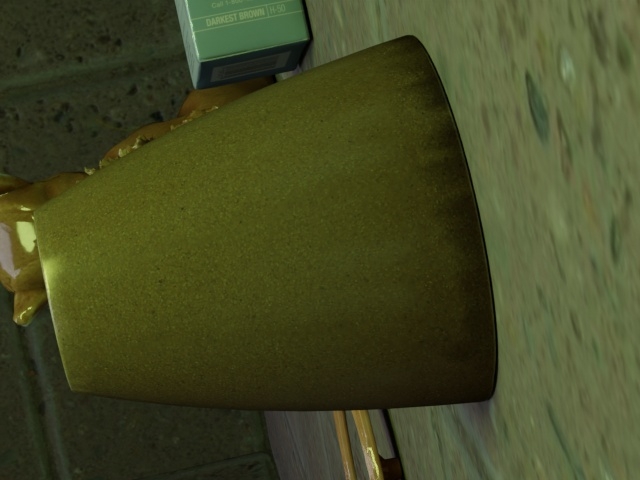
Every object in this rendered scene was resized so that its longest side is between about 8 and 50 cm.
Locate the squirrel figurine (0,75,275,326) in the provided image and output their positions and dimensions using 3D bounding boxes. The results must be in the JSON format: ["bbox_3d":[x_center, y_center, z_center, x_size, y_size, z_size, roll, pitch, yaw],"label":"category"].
[{"bbox_3d":[-0.205,-0.040,2.011,0.397,0.370,0.281,178,81,-84],"label":"squirrel figurine"}]

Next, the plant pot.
[{"bbox_3d":[-0.043,0.011,1.104,0.237,0.254,0.237,168,90,-83],"label":"plant pot"}]

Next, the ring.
[{"bbox_3d":[0.055,0.248,1.776,0.336,0.032,0.337,169,90,-85],"label":"ring"}]

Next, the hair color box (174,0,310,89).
[{"bbox_3d":[-0.107,-0.349,1.703,0.185,0.113,0.374,147,110,-84],"label":"hair color box"}]
